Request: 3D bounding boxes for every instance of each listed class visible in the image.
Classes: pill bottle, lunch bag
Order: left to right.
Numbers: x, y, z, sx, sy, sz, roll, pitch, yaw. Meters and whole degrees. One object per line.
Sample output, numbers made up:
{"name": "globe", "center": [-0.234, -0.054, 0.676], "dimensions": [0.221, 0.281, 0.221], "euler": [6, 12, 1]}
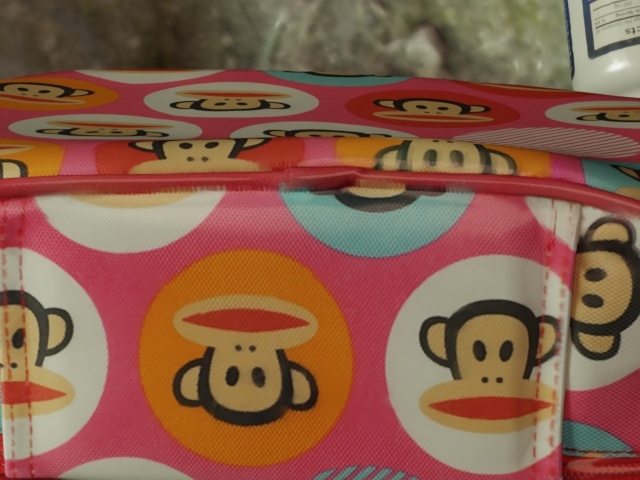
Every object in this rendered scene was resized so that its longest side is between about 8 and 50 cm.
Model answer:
{"name": "lunch bag", "center": [0.000, 0.000, 0.692], "dimensions": [0.293, 0.258, 0.120], "euler": [3, 105, 3]}
{"name": "pill bottle", "center": [0.134, -0.086, 0.815], "dimensions": [0.067, 0.067, 0.120], "euler": [-2, 72, -6]}
